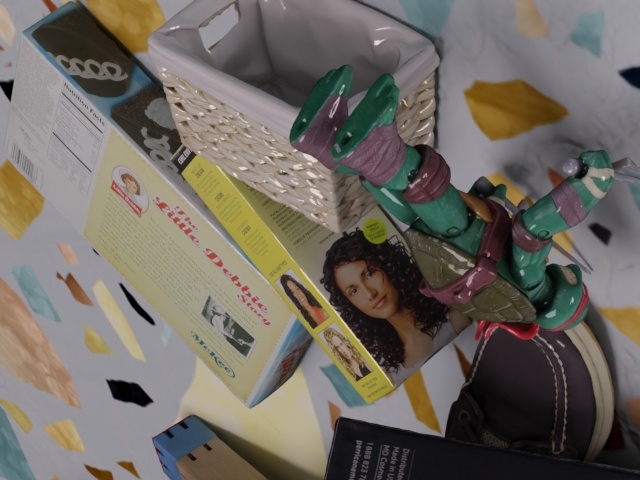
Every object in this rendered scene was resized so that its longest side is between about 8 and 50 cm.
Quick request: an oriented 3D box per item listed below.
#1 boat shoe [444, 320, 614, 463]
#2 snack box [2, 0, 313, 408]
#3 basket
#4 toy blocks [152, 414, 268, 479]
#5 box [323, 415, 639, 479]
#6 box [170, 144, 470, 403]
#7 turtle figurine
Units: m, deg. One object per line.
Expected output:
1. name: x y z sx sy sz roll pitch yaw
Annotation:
1. boat shoe: 0.133 0.150 1.229 0.103 0.092 0.285 37 147 24
2. snack box: -0.129 -0.025 1.428 0.322 0.060 0.187 45 150 11
3. basket: -0.015 -0.094 1.150 0.167 0.113 0.103 30 145 33
4. toy blocks: -0.068 0.343 1.660 0.261 0.191 0.381 31 145 51
5. box: 0.133 0.294 1.183 0.294 0.182 0.296 8 139 6
6. box: 0.000 0.000 1.259 0.232 0.087 0.058 50 152 1
7. turtle figurine: 0.099 -0.014 1.024 0.234 0.118 0.175 32 160 -24
